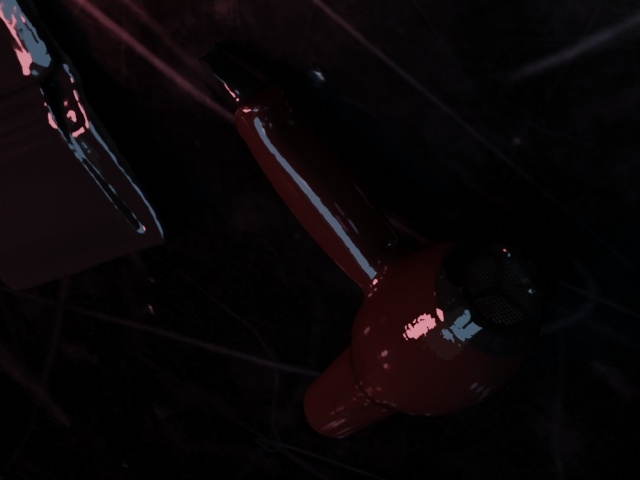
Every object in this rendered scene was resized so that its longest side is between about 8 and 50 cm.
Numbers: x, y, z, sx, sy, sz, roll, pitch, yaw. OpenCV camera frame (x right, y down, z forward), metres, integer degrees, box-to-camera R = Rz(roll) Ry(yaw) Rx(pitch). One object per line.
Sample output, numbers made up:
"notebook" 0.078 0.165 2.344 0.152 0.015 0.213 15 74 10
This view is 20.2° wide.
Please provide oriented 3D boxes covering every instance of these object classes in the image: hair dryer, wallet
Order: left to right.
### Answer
"wallet" -0.277 -0.105 1.496 0.247 0.041 0.323 -17 116 41
"hair dryer" 0.000 0.000 1.400 0.340 0.123 0.312 51 148 -4
